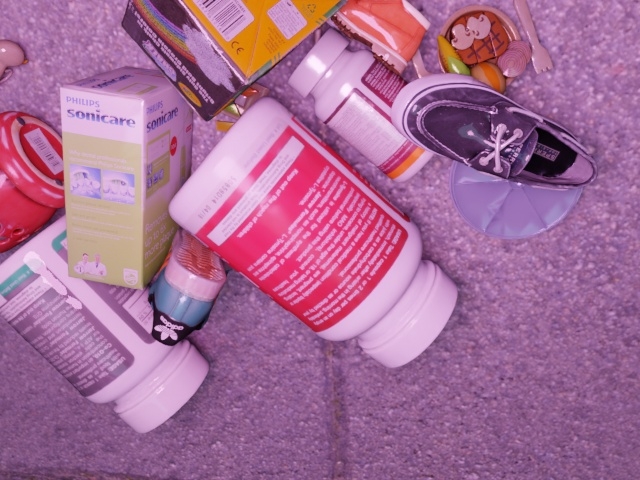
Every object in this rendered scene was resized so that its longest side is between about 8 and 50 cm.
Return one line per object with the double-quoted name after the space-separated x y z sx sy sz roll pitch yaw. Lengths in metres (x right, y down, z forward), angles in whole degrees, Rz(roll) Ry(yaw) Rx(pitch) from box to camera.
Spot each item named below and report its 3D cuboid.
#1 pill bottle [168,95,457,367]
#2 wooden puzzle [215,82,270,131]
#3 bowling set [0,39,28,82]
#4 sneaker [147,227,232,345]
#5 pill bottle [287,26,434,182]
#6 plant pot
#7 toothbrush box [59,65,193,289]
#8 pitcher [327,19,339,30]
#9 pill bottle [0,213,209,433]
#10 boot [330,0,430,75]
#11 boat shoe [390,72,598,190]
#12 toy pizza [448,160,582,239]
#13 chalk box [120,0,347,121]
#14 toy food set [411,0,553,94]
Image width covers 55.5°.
0.000 0.000 0.909 0.408 0.229 0.229 40 113 -11 "pill bottle"
-0.123 -0.218 0.951 0.079 0.014 0.116 16 114 1 "wooden puzzle"
-0.606 -0.337 0.886 0.154 0.287 0.200 -35 71 14 "bowling set"
-0.202 0.064 0.921 0.108 0.302 0.121 30 97 -7 "sneaker"
0.069 -0.194 0.876 0.221 0.121 0.121 39 113 -9 "pill bottle"
-0.497 -0.096 0.962 0.174 0.191 0.191 -28 107 16 "plant pot"
-0.282 -0.101 0.920 0.122 0.206 0.283 9 114 5 "toothbrush box"
0.084 -0.374 0.808 0.207 0.125 0.177 -2 134 20 "pitcher"
-0.373 0.145 1.041 0.204 0.204 0.361 -34 104 20 "pill bottle"
0.067 -0.298 0.797 0.158 0.059 0.084 36 101 -4 "boot"
0.236 -0.129 0.795 0.301 0.102 0.108 15 118 -25 "boat shoe"
0.299 -0.097 0.935 0.201 0.032 0.201 3 115 6 "toy pizza"
-0.131 -0.291 0.804 0.179 0.289 0.180 -45 106 -17 "chalk box"
0.222 -0.255 0.824 0.192 0.038 0.132 -25 97 -8 "toy food set"
